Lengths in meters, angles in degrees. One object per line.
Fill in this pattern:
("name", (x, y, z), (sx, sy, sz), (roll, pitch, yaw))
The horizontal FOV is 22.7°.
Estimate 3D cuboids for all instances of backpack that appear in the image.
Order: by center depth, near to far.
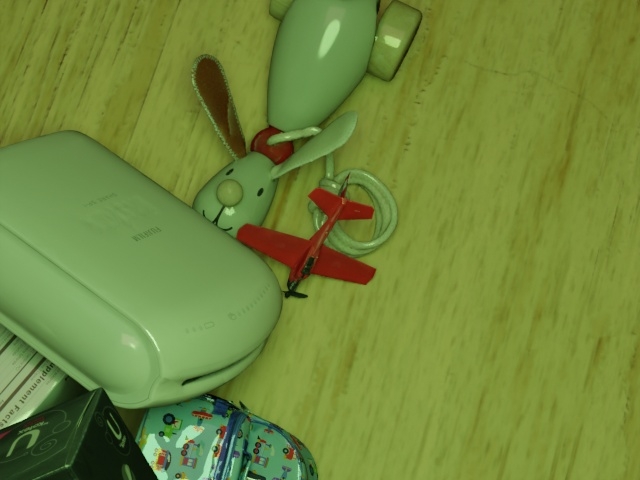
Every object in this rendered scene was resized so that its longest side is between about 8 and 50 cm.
("backpack", (-0.091, 0.227, 1.488), (0.173, 0.117, 0.158), (19, 72, 4))

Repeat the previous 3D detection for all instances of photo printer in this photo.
("photo printer", (-0.194, 0.028, 1.485), (0.307, 0.256, 0.107), (35, 115, 14))

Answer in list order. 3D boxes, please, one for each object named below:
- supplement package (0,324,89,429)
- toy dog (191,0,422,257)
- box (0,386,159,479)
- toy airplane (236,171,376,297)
("supplement package", (-0.358, 0.109, 1.512), (0.244, 0.139, 0.134), (36, 73, 11))
("toy dog", (-0.016, -0.159, 1.596), (0.220, 0.161, 0.334), (7, 71, 2))
("box", (-0.203, 0.291, 1.365), (0.165, 0.143, 0.270), (-23, 109, 13))
("toy airplane", (0.000, 0.000, 1.565), (0.151, 0.151, 0.028), (-6, 33, -3))
